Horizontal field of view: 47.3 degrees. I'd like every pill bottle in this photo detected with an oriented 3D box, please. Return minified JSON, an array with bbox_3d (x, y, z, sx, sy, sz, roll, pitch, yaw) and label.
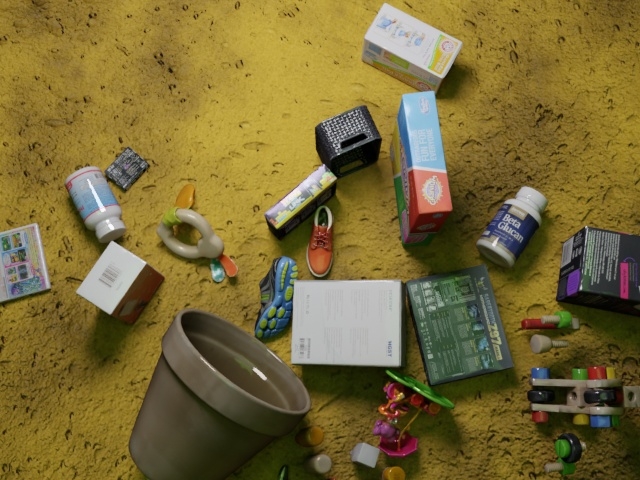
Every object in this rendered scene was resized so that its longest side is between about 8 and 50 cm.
[{"bbox_3d":[0.426,-0.032,1.610,0.094,0.094,0.169,35,81,7],"label":"pill bottle"},{"bbox_3d":[-0.499,-0.078,1.635,0.087,0.087,0.160,-29,79,-5],"label":"pill bottle"}]

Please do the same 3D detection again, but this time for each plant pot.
[{"bbox_3d":[-0.225,0.343,1.456,0.323,0.323,0.280,36,97,8],"label":"plant pot"}]

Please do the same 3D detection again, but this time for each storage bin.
[{"bbox_3d":[0.060,-0.212,1.608,0.122,0.180,0.084,-24,80,-4],"label":"storage bin"}]

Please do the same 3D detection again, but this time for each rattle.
[{"bbox_3d":[-0.257,-0.015,1.649,0.199,0.143,0.130,31,113,-8],"label":"rattle"}]

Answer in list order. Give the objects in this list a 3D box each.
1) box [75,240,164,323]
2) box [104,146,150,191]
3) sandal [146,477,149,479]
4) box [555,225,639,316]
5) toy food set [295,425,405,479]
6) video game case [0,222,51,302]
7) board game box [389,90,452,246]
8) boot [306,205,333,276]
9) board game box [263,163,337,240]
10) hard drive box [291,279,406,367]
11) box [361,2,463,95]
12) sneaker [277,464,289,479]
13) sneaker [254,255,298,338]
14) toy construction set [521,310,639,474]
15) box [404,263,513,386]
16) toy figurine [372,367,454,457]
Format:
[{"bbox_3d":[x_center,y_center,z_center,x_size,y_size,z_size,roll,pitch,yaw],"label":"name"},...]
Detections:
[{"bbox_3d":[-0.420,0.093,1.556,0.091,0.170,0.130,31,80,8],"label":"box"},{"bbox_3d":[-0.446,-0.165,1.687,0.067,0.018,0.083,39,81,8],"label":"box"},{"bbox_3d":[-0.296,0.513,1.497,0.088,0.079,0.240,-26,71,-16],"label":"sandal"},{"bbox_3d":[0.661,0.076,1.548,0.270,0.165,0.143,11,78,3],"label":"box"},{"bbox_3d":[0.050,0.475,1.524,0.232,0.104,0.111,24,67,-11],"label":"toy food set"},{"bbox_3d":[-0.692,0.054,1.646,0.143,0.019,0.157,-15,78,-3],"label":"video game case"},{"bbox_3d":[0.202,-0.136,1.522,0.064,0.316,0.242,-6,78,-1],"label":"board game box"},{"bbox_3d":[0.000,0.000,1.615,0.059,0.084,0.158,3,80,0],"label":"boot"},{"bbox_3d":[-0.043,-0.080,1.603,0.170,0.141,0.048,-40,81,-8],"label":"board game box"},{"bbox_3d":[0.062,0.177,1.550,0.232,0.089,0.181,0,79,14],"label":"hard drive box"},{"bbox_3d":[0.208,-0.436,1.686,0.203,0.114,0.103,29,79,6],"label":"box"},{"bbox_3d":[-0.074,0.516,1.539,0.035,0.031,0.083,10,82,-11],"label":"sneaker"},{"bbox_3d":[-0.101,0.125,1.603,0.067,0.078,0.188,14,93,-30],"label":"sneaker"},{"bbox_3d":[0.574,0.287,1.511,0.237,0.257,0.309,0,54,-17],"label":"toy construction set"},{"bbox_3d":[0.297,0.183,1.585,0.183,0.059,0.233,-13,78,-2],"label":"box"},{"bbox_3d":[0.167,0.370,1.515,0.173,0.130,0.159,30,90,-24],"label":"toy figurine"}]
